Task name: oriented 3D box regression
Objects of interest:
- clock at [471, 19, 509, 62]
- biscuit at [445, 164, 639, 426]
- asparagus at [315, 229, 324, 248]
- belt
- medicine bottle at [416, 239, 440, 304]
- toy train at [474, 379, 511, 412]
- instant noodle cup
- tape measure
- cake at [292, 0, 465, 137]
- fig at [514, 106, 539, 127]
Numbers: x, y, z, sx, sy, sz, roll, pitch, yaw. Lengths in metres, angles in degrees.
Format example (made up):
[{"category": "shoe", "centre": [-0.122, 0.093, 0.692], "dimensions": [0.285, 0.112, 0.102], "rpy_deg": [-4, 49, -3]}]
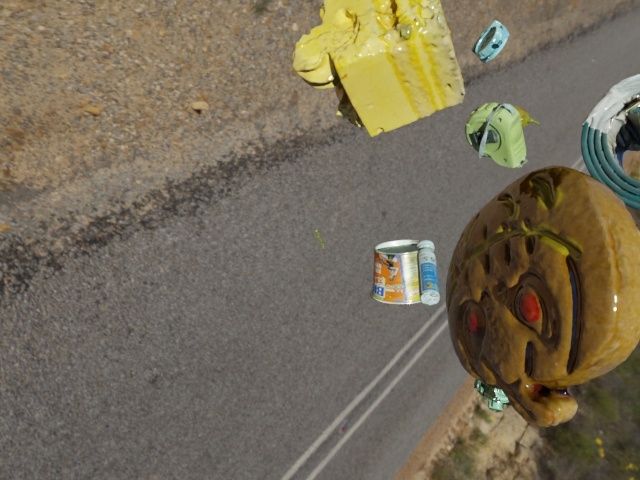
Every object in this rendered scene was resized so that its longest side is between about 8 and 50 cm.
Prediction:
[{"category": "clock", "centre": [0.508, -0.584, 1.367], "dimensions": [0.045, 0.147, 0.108], "rpy_deg": [27, 126, -16]}, {"category": "biscuit", "centre": [0.285, 0.083, 0.670], "dimensions": [0.394, 0.070, 0.350], "rpy_deg": [114, -21, -60]}, {"category": "asparagus", "centre": [0.000, 0.000, 1.694], "dimensions": [0.014, 0.015, 0.114], "rpy_deg": [-14, 139, 5]}, {"category": "belt", "centre": [0.850, -0.223, 1.162], "dimensions": [0.173, 0.300, 0.436], "rpy_deg": [35, 39, -36]}, {"category": "medicine bottle", "centre": [0.274, 0.078, 1.180], "dimensions": [0.191, 0.051, 0.051], "rpy_deg": [-79, 162, -47]}, {"category": "toy train", "centre": [0.606, 0.387, 1.429], "dimensions": [0.120, 0.203, 0.300], "rpy_deg": [135, -31, -73]}, {"category": "instant noodle cup", "centre": [0.348, 0.126, 1.977], "dimensions": [0.296, 0.297, 0.213], "rpy_deg": [-20, 109, -43]}, {"category": "tape measure", "centre": [0.516, -0.320, 1.369], "dimensions": [0.106, 0.175, 0.200], "rpy_deg": [-44, 129, -21]}, {"category": "cake", "centre": [0.109, -0.363, 0.910], "dimensions": [0.227, 0.286, 0.222], "rpy_deg": [46, 33, -50]}, {"category": "fig", "centre": [0.622, -0.379, 1.439], "dimensions": [0.084, 0.098, 0.082], "rpy_deg": [27, 88, -29]}]
